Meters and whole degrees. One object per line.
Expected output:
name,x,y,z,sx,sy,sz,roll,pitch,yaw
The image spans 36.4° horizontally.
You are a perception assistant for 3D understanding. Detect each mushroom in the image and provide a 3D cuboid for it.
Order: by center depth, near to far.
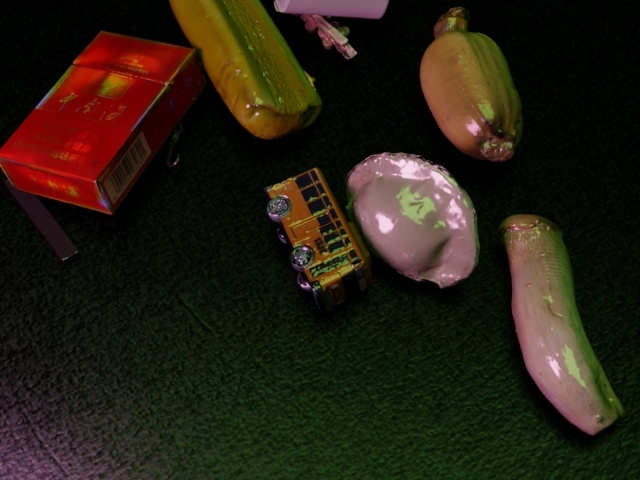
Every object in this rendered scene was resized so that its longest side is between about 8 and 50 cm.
mushroom,0.344,0.115,1.418,0.123,0.095,0.351,0,59,-21

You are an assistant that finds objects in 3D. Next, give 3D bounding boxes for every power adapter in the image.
power adapter,0.041,-0.485,1.733,0.255,0.124,0.187,-1,45,-19

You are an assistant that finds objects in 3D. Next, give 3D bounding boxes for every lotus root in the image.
lotus root,0.250,-0.247,1.614,0.146,0.131,0.303,2,56,-26

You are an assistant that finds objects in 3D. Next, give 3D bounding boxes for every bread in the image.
bread,-0.141,-0.326,1.668,0.166,0.112,0.383,-10,59,-40

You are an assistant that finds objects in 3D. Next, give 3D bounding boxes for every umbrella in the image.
umbrella,-0.254,-0.225,1.658,0.044,0.044,0.268,-27,47,27

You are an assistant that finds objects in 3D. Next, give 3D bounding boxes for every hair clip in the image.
hair clip,0.000,-0.395,1.752,0.062,0.056,0.214,-36,56,-5

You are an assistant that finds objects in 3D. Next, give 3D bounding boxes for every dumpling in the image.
dumpling,0.146,-0.044,1.472,0.247,0.172,0.142,39,38,16

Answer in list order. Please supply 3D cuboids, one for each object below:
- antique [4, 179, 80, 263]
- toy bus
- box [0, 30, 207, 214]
antique,-0.445,-0.036,1.548,0.031,0.015,0.192,-33,64,-19
toy bus,0.000,0.000,1.475,0.114,0.098,0.201,-24,62,-3
box,-0.348,-0.200,1.577,0.198,0.089,0.313,14,55,23
